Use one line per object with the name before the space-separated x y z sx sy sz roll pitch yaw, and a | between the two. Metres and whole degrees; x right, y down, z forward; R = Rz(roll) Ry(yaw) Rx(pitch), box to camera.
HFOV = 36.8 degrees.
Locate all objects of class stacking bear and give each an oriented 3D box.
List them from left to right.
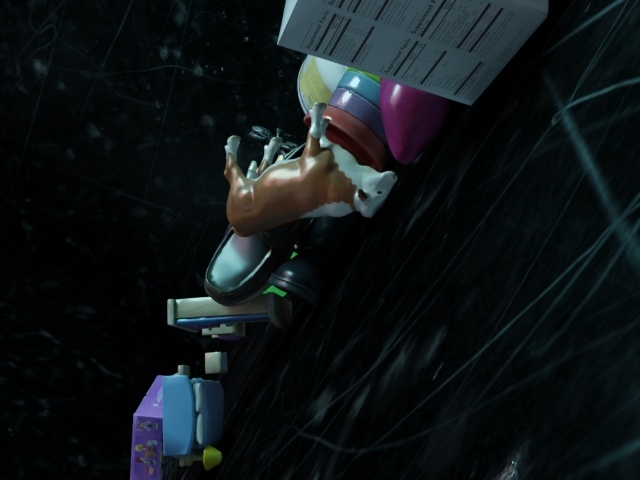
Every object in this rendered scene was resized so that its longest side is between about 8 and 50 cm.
stacking bear | 0.128 -0.284 1.720 0.289 0.175 0.164 -53 2 -8

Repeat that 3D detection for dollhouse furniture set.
dollhouse furniture set | -0.150 0.267 1.786 0.286 0.198 0.304 41 -134 -73

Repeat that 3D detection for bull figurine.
bull figurine | -0.029 -0.103 1.548 0.310 0.101 0.189 -15 71 28

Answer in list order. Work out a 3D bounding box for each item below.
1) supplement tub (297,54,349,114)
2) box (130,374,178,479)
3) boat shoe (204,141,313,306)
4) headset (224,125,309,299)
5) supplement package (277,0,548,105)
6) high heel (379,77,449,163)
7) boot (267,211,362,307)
supplement tub | 0.092 -0.368 2.041 0.241 0.241 0.331 -61 5 -14
box | -0.307 0.425 1.795 0.201 0.057 0.293 -77 -8 -77
boat shoe | -0.095 -0.045 1.706 0.355 0.132 0.130 -55 -25 -25
headset | -0.103 -0.031 1.956 0.243 0.185 0.394 -30 -36 -45
supplement package | 0.111 -0.326 1.151 0.198 0.262 0.199 127 154 -60
high heel | 0.125 -0.200 1.442 0.377 0.127 0.181 -18 -53 -86
boot | 0.000 0.000 1.615 0.207 0.094 0.246 -64 -2 0
